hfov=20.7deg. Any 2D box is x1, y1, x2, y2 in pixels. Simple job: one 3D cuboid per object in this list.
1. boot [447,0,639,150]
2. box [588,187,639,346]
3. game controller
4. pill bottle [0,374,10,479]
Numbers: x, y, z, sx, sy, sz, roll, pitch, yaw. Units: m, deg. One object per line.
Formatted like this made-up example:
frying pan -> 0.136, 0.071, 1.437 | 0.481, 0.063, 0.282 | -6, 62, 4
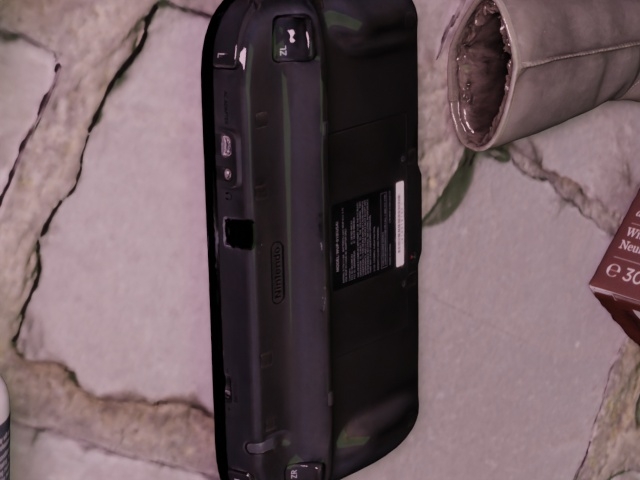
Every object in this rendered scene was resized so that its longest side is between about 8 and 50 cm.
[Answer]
boot -> 0.175, -0.158, 1.142 | 0.208, 0.076, 0.189 | -6, 105, -35
box -> 0.378, -0.075, 1.263 | 0.143, 0.191, 0.381 | 42, 73, -42
game controller -> 0.000, 0.000, 1.036 | 0.166, 0.067, 0.319 | -25, 120, -52
pill bottle -> -0.202, 0.106, 0.835 | 0.108, 0.108, 0.180 | -9, 109, -41
